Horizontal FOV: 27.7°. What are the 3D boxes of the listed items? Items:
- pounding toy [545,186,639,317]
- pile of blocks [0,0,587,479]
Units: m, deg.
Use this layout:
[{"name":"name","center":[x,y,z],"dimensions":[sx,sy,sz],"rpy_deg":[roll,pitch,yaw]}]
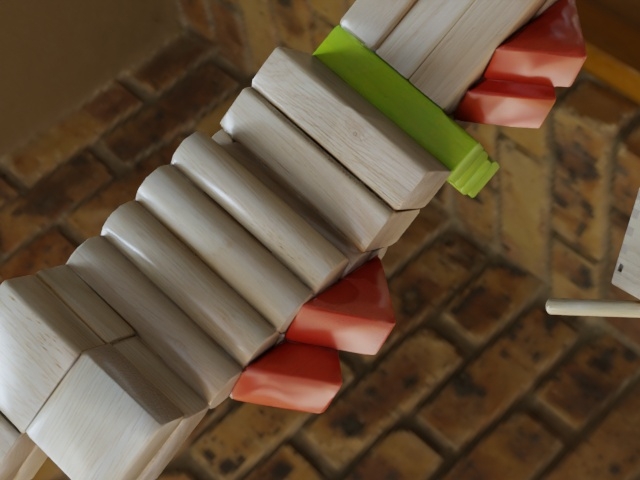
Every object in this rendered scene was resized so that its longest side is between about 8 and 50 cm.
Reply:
[{"name":"pounding toy","center":[0.237,0.025,0.790],"dimensions":[0.141,0.130,0.100],"rpy_deg":[11,-80,-18]},{"name":"pile of blocks","center":[0.000,0.000,0.566],"dimensions":[0.362,0.112,0.149],"rpy_deg":[-44,-14,-17]}]
